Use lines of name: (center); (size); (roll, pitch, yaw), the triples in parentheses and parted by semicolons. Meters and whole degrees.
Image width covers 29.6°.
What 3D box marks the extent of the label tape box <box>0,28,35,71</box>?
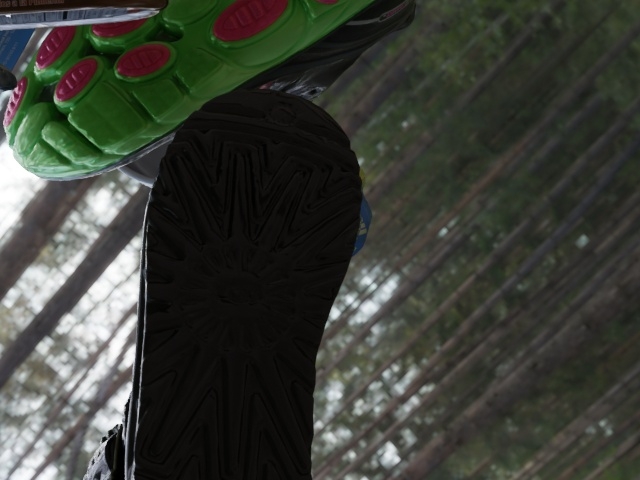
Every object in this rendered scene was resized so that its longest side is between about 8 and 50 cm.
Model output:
label tape box: (-0.485, -0.368, 1.474); (0.347, 0.249, 0.115); (15, -152, -47)

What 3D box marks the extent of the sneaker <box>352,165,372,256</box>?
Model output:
sneaker: (0.000, 0.000, 1.678); (0.240, 0.091, 0.126); (-46, -57, -28)

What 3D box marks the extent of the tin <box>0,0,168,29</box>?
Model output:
tin: (-0.188, -0.151, 0.746); (0.189, 0.040, 0.106); (-6, -170, -12)

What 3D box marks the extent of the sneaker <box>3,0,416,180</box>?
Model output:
sneaker: (-0.103, -0.178, 1.266); (0.202, 0.482, 0.185); (56, -168, -62)

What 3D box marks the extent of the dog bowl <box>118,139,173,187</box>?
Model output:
dog bowl: (-0.205, -0.201, 1.811); (0.265, 0.265, 0.104); (51, -176, 15)

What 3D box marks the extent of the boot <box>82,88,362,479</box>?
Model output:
boot: (-0.078, 0.096, 0.810); (0.131, 0.260, 0.348); (15, -121, -7)

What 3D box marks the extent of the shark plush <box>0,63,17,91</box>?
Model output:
shark plush: (-0.352, -0.159, 1.112); (0.067, 0.073, 0.161); (52, -158, 11)
